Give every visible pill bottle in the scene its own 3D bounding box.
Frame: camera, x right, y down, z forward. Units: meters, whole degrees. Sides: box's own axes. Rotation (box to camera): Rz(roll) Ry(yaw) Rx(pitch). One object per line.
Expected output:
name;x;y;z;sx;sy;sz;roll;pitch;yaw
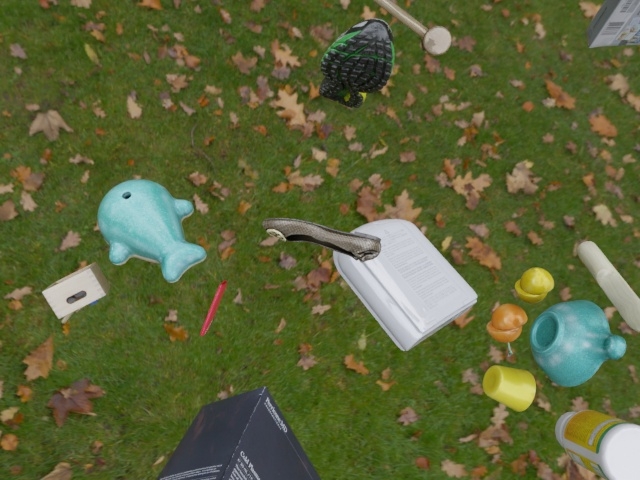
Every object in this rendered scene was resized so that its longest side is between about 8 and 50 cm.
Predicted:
pill bottle;0.561;0.406;1.004;0.118;0.208;0.117;0;81;-2

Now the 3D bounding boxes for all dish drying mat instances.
dish drying mat;-0.157;0.099;0.742;0.008;0.032;0.083;24;98;2

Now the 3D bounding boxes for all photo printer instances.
photo printer;0.192;0.083;1.203;0.256;0.107;0.307;-21;63;-41

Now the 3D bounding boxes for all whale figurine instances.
whale figurine;-0.373;-0.030;1.102;0.216;0.141;0.272;-39;62;-21

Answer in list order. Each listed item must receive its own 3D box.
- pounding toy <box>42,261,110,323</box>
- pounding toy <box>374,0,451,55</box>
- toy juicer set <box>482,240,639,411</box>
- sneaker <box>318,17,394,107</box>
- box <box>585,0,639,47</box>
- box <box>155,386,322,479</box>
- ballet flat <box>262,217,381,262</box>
pounding toy;-0.567;0.131;1.167;0.141;0.130;0.100;-29;103;-13
pounding toy;0.130;-0.312;0.558;0.181;0.094;0.205;-10;111;4
toy juicer set;0.380;0.122;0.780;0.090;0.329;0.209;21;51;-10
sneaker;0.071;-0.386;1.039;0.134;0.343;0.146;16;91;-10
box;0.520;-0.349;0.745;0.186;0.145;0.038;-1;74;5
box;-0.146;0.537;0.995;0.179;0.312;0.343;-22;104;20
ballet flat;0.000;0.000;1.033;0.250;0.084;0.058;11;82;1
